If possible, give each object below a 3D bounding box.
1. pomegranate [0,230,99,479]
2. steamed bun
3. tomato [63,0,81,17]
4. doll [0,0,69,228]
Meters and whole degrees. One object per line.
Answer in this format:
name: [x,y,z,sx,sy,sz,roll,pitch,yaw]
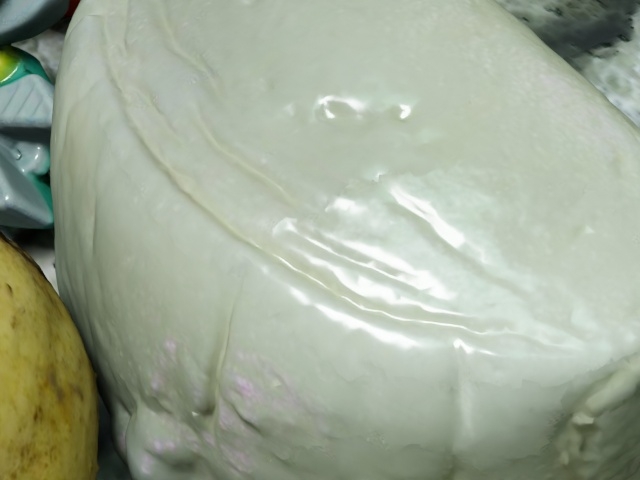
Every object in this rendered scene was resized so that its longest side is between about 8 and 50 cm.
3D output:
pomegranate: [-0.233,0.094,0.611,0.281,0.281,0.281,-4,45,4]
steamed bun: [-0.005,-0.001,0.673,0.236,0.247,0.383,-24,50,-22]
tomato: [-0.190,-0.272,0.977,0.298,0.298,0.226,4,80,12]
doll: [-0.250,-0.078,0.876,0.258,0.153,0.195,-6,69,37]
